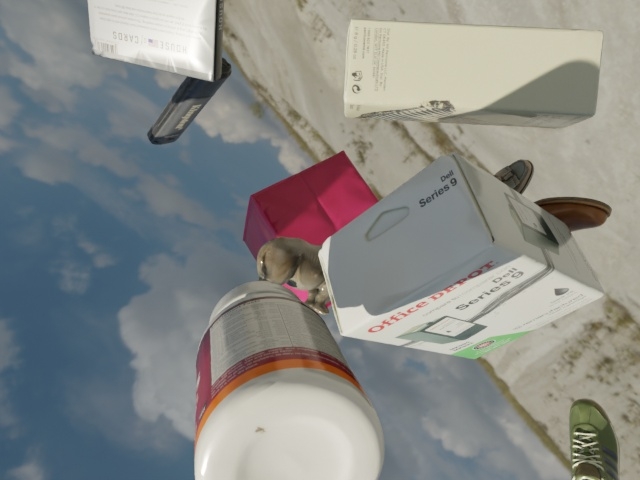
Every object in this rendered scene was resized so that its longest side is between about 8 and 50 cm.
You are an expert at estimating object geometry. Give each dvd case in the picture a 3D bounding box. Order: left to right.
[{"bbox_3d":[-0.198,-0.328,0.633,0.179,0.239,0.030,16,-149,11],"label":"dvd case"}]

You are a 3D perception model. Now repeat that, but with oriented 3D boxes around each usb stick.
[{"bbox_3d":[-0.254,-0.257,1.008,0.077,0.278,0.045,-34,-86,-40],"label":"usb stick"}]

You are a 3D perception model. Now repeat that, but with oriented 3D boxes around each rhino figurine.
[{"bbox_3d":[0.001,0.053,0.803,0.243,0.107,0.073,7,-175,-40],"label":"rhino figurine"}]

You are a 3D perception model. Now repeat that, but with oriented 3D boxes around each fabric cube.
[{"bbox_3d":[0.000,0.000,1.231,0.258,0.259,0.254,56,159,14],"label":"fabric cube"}]

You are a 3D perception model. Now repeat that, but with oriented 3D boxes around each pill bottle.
[{"bbox_3d":[-0.038,0.113,0.425,0.121,0.121,0.221,35,-176,-18],"label":"pill bottle"}]

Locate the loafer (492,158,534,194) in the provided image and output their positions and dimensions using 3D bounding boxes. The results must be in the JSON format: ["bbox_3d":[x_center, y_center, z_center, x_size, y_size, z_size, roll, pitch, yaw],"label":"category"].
[{"bbox_3d":[0.245,-0.065,0.750,0.039,0.125,0.045,12,-138,-31],"label":"loafer"}]

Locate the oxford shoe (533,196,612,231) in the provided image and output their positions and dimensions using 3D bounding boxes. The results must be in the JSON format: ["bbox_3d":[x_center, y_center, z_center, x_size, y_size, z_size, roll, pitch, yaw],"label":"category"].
[{"bbox_3d":[0.315,-0.011,0.778,0.076,0.212,0.076,29,-116,-30],"label":"oxford shoe"}]

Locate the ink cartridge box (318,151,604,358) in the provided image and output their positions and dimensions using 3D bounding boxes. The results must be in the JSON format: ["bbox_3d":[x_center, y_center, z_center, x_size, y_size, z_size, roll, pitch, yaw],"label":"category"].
[{"bbox_3d":[0.174,0.041,0.651,0.289,0.211,0.122,18,-134,-42],"label":"ink cartridge box"}]

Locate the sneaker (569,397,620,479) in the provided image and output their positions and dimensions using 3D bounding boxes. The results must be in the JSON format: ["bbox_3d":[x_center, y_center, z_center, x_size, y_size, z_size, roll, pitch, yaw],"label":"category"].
[{"bbox_3d":[0.404,0.334,0.787,0.086,0.064,0.192,19,-116,-52],"label":"sneaker"}]

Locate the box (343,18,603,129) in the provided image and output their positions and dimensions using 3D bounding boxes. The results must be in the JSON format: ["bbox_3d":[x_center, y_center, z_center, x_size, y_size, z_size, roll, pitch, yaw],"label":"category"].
[{"bbox_3d":[0.165,-0.190,0.623,0.274,0.094,0.113,4,-176,4],"label":"box"}]
